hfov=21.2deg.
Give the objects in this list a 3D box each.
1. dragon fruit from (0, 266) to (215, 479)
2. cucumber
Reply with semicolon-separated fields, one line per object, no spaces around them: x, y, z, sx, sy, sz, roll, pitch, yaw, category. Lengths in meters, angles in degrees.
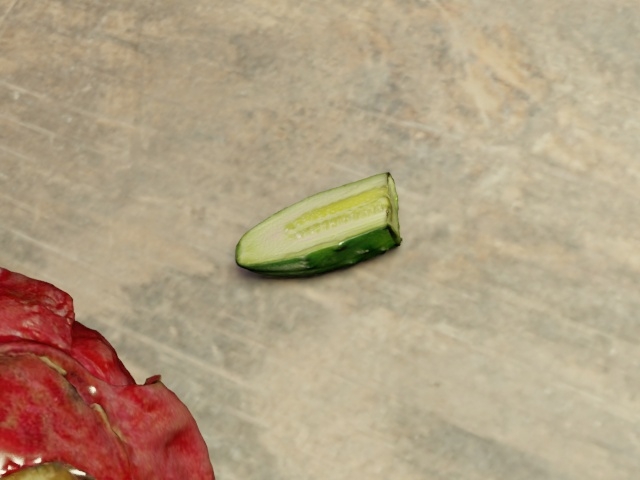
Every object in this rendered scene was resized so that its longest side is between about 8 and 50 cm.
-0.212;0.173;0.900;0.329;0.329;0.329;-11;55;16;dragon fruit
0.000;0.000;1.096;0.107;0.035;0.067;-18;35;12;cucumber
